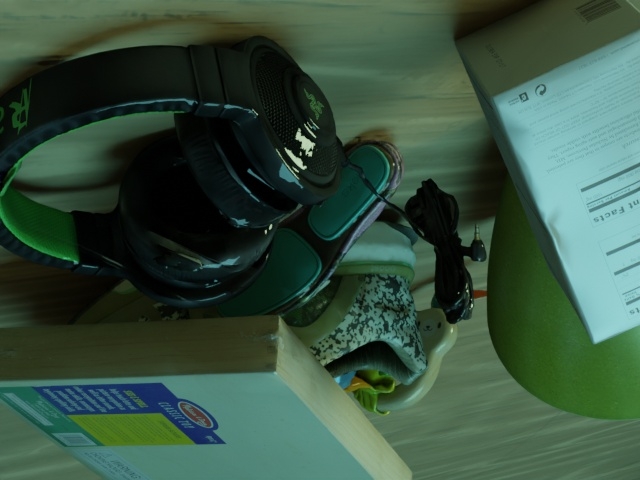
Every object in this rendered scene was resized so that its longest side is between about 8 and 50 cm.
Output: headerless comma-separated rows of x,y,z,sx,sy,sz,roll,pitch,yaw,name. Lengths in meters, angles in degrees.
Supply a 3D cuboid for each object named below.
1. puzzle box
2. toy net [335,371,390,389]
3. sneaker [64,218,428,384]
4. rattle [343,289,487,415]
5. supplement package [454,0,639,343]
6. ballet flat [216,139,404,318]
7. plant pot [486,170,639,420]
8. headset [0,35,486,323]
-0.096,0.173,1.409,0.272,0.052,0.409,-3,153,18,puzzle box
0.041,0.102,1.687,0.122,0.045,0.232,-20,-166,9,toy net
-0.061,0.101,1.483,0.410,0.182,0.158,-13,157,-24,sneaker
0.086,0.098,1.781,0.199,0.130,0.143,-41,125,18,rattle
0.224,-0.065,1.263,0.134,0.139,0.244,-25,117,4,supplement package
0.000,0.000,1.409,0.221,0.077,0.079,-47,158,11,ballet flat
0.279,-0.013,1.514,0.275,0.275,0.293,-23,143,-1,plant pot
-0.061,-0.024,1.167,0.394,0.185,0.243,4,149,-30,headset
